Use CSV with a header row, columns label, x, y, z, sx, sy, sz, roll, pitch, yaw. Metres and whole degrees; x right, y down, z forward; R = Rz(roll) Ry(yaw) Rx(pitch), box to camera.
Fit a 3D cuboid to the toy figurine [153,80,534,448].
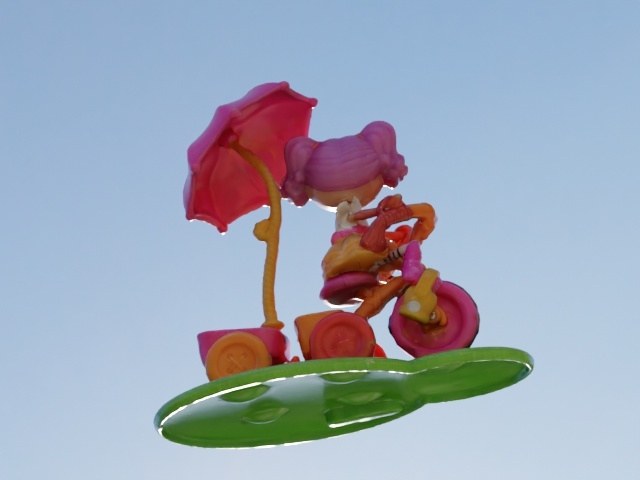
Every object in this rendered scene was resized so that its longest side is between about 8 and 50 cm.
label,x,y,z,sx,sy,sz,roll,pitch,yaw
toy figurine,0.000,0.000,0.745,0.173,0.159,0.130,-11,-20,8
